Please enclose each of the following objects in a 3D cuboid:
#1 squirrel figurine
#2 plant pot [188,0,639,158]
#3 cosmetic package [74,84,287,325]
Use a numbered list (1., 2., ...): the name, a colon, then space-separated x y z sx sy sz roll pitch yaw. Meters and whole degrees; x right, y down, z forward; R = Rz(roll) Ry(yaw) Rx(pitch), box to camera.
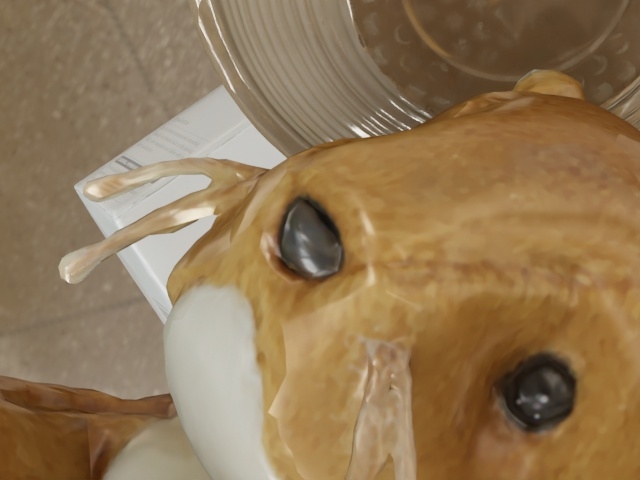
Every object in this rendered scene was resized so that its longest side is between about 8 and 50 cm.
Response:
1. squirrel figurine: 0.012 0.129 0.554 0.397 0.281 0.370 28 109 -42
2. plant pot: 0.065 -0.109 0.619 0.237 0.110 0.237 0 107 0
3. cosmetic package: 0.000 0.000 1.135 0.225 0.138 0.224 -35 109 -10
